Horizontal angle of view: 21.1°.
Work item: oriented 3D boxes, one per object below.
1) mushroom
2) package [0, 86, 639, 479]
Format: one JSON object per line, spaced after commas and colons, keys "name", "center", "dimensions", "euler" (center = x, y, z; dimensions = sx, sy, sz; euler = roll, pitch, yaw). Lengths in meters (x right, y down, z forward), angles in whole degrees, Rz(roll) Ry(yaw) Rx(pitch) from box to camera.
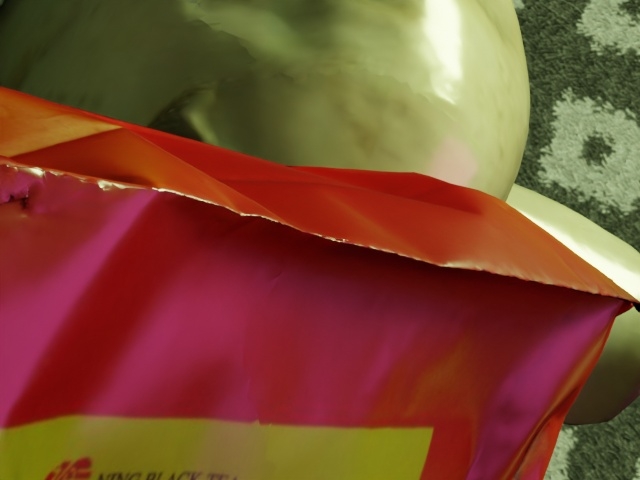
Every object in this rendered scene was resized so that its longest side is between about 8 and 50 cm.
{"name": "mushroom", "center": [0.000, 0.000, 0.773], "dimensions": [0.314, 0.336, 0.314], "euler": [-46, -151, 35]}
{"name": "package", "center": [-0.063, 0.060, 0.454], "dimensions": [0.423, 0.123, 0.196], "euler": [9, 102, -55]}
